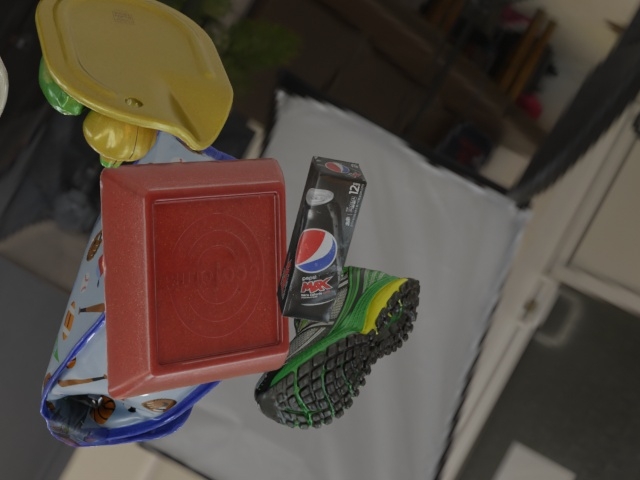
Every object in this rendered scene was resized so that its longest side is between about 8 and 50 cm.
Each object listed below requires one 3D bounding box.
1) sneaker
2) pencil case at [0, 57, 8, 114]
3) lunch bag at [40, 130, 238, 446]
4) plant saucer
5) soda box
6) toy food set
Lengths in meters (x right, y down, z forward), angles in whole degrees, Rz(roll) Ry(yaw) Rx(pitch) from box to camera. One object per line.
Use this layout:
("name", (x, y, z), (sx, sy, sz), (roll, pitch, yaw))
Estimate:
("sneaker", (0.006, 0.153, 2.006), (0.146, 0.134, 0.343), (16, -145, 28))
("pencil case", (-0.406, -0.221, 1.196), (0.160, 0.183, 0.410), (19, -154, -47))
("lunch bag", (-0.243, 0.088, 1.949), (0.239, 0.328, 0.385), (28, 137, -20))
("plant saucer", (-0.127, 0.039, 1.569), (0.258, 0.259, 0.048), (-6, -172, -43))
("soda box", (0.000, 0.000, 1.458), (0.053, 0.169, 0.060), (10, -159, -12))
("toy food set", (-0.139, -0.114, 0.955), (0.128, 0.071, 0.218), (7, -145, -23))
